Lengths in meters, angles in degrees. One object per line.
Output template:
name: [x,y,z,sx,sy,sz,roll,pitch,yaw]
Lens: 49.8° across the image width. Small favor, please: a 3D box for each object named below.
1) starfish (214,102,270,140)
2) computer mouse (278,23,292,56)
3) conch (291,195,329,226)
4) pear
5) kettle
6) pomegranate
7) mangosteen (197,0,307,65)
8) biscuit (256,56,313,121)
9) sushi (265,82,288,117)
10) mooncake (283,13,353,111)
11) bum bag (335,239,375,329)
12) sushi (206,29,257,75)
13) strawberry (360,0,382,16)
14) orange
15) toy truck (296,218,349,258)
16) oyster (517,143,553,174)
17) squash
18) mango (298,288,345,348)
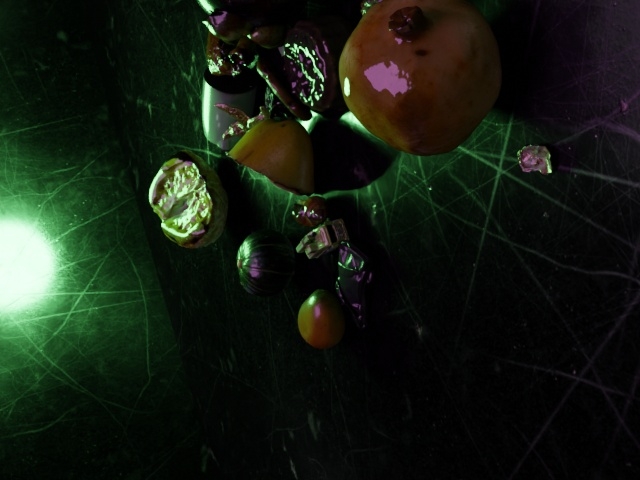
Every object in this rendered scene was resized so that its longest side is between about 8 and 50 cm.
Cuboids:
starfish: [-0.209,-0.325,2.024,0.236,0.062,0.277,26,153,2]
computer mouse: [-0.090,-0.541,1.857,0.055,0.032,0.110,60,156,30]
conch: [-0.028,-0.077,1.896,0.080,0.086,0.233,57,158,-8]
pear: [-0.107,-0.246,1.872,0.267,0.267,0.178,42,111,46]
kettle: [-0.289,-0.429,2.149,0.236,0.161,0.221,103,160,-47]
pomegranate: [0.180,-0.295,1.244,0.307,0.308,0.307,33,130,52]
mangosteen: [-0.161,-0.625,1.670,0.330,0.330,0.329,33,130,52]
biscuit: [-0.094,-0.390,1.786,0.036,0.212,0.212,-39,59,11]
sushi: [-0.126,-0.394,1.957,0.083,0.056,0.084,-41,65,58]
mooncake: [0.002,-0.420,1.649,0.228,0.124,0.228,34,132,50]
bum bag: [0.084,0.115,1.797,0.123,0.060,0.248,39,137,43]
sushi: [-0.248,-0.584,2.023,0.140,0.149,0.287,-27,51,44]
strawberry: [0.140,-0.479,1.417,0.145,0.086,0.145,37,135,49]
orange: [-0.456,-0.135,2.481,0.271,0.210,0.368,-34,70,20]
toy truck: [0.000,0.000,1.855,0.169,0.100,0.077,-27,79,61]
oyster: [0.376,-0.145,1.208,0.083,0.019,0.054,21,122,54]
squash: [-0.167,0.068,2.110,0.218,0.173,0.218,167,90,-68]
mango: [0.006,0.219,1.900,0.221,0.121,0.151,120,129,-67]
